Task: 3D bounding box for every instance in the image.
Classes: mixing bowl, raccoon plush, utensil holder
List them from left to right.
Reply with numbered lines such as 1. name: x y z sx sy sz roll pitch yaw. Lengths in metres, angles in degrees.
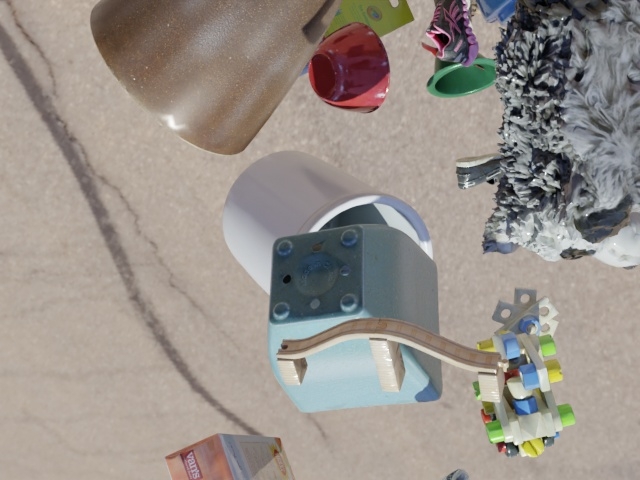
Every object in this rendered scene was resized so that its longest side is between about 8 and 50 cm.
1. utensil holder: 0.000 0.000 1.800 0.327 0.385 0.328 -11 116 -24
2. mixing bowl: 0.041 -0.328 1.657 0.181 0.098 0.182 30 130 44
3. raccoon plush: 0.228 -0.171 0.838 0.216 0.447 0.299 -19 -178 -15

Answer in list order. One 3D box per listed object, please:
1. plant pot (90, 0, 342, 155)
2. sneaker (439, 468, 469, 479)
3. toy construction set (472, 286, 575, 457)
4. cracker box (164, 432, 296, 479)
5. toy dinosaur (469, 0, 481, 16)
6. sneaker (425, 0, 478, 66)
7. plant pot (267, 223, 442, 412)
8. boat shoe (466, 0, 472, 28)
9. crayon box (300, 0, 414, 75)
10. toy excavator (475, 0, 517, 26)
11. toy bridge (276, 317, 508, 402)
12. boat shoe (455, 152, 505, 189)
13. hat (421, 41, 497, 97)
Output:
1. plant pot: -0.076 -0.241 0.864 0.215 0.215 0.230 39 118 -25
2. sneaker: 0.214 0.409 1.176 0.095 0.235 0.090 -42 120 -1
3. toy construction set: 0.285 0.192 1.251 0.151 0.327 0.215 -13 99 17
4. cracker box: -0.074 0.293 0.909 0.067 0.156 0.232 -24 162 6
5. toy dinosaur: 0.366 -0.537 1.811 0.295 0.200 0.127 -2 98 28
6. sneaker: 0.156 -0.272 1.061 0.057 0.119 0.047 -5 156 -19
7. plant pot: 0.035 0.103 1.317 0.247 0.248 0.252 -9 150 19
8. boat shoe: 0.275 -0.464 1.685 0.049 0.043 0.137 -12 151 15
9. crayon box: 0.032 -0.524 1.937 0.318 0.081 0.202 -23 136 11
10. toy excavator: 0.434 -0.307 1.055 0.432 0.222 0.445 -26 92 5
11. toy bridge: 0.053 0.090 0.666 0.188 0.026 0.063 0 128 22
12. boat shoe: 0.437 -0.182 2.154 0.084 0.233 0.079 10 111 57
13. hat: 0.305 -0.442 1.944 0.208 0.184 0.173 -18 161 28
